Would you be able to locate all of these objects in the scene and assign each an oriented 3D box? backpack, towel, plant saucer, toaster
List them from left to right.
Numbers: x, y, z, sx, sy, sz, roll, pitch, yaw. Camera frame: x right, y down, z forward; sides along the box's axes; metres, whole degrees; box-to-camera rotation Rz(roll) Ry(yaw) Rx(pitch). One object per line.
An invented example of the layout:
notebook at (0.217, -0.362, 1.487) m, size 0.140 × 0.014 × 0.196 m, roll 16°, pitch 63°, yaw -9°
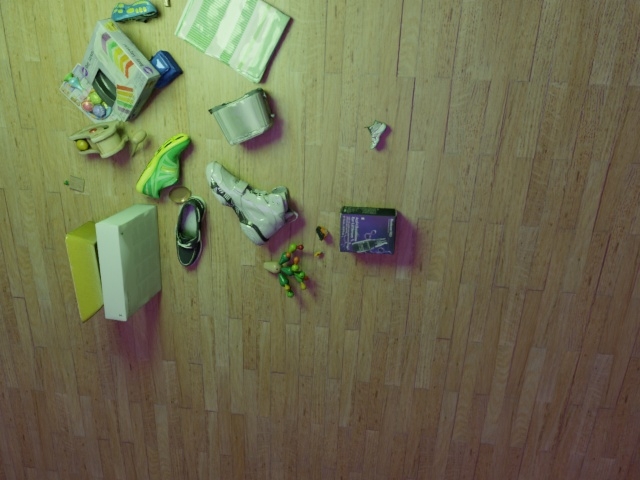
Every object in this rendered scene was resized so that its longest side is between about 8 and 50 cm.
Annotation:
plant saucer at (-0.867, 0.105, 1.838) m, size 0.080 × 0.333 × 0.333 m, roll -7°, pitch 103°, yaw -10°
backpack at (-0.574, -0.599, 1.670) m, size 0.120 × 0.101 × 0.098 m, roll -32°, pitch 96°, yaw 18°
plant saucer at (-0.547, -0.183, 1.840) m, size 0.083 × 0.015 × 0.083 m, roll -14°, pitch 138°, yaw -13°
towel at (-0.301, -0.719, 1.602) m, size 0.324 × 0.038 × 0.248 m, roll 28°, pitch 108°, yaw -7°
toaster at (-0.276, -0.432, 1.675) m, size 0.226 × 0.129 × 0.147 m, roll -19°, pitch 108°, yaw 12°

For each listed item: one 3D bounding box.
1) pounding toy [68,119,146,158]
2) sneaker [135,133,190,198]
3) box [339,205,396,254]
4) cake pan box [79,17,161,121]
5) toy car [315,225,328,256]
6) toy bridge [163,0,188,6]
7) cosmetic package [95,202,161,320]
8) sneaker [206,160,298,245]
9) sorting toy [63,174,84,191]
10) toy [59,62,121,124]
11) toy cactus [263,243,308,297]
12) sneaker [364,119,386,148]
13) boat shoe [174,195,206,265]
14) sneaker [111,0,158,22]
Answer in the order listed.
pounding toy at (-0.779, -0.340, 1.744) m, size 0.269 × 0.154 × 0.155 m, roll -2°, pitch 129°, yaw 22°
sneaker at (-0.576, -0.281, 1.794) m, size 0.123 × 0.109 × 0.295 m, roll 33°, pitch 111°, yaw -27°
box at (0.176, -0.039, 1.763) m, size 0.207 × 0.108 × 0.153 m, roll 2°, pitch 109°, yaw 7°
cake pan box at (-0.706, -0.584, 1.655) m, size 0.246 × 0.070 × 0.267 m, roll 52°, pitch 134°, yaw -6°
toy car at (0.000, 0.000, 1.849) m, size 0.040 × 0.060 × 0.122 m, roll -11°, pitch 136°, yaw -34°
toy bridge at (-0.448, -0.831, 1.609) m, size 0.188 × 0.026 × 0.063 m, roll 1°, pitch 108°, yaw 7°
cosmetic package at (-0.728, 0.075, 1.830) m, size 0.097 × 0.284 × 0.377 m, roll 6°, pitch 109°, yaw 5°
sneaker at (-0.248, -0.171, 1.762) m, size 0.210 × 0.137 × 0.366 m, roll -29°, pitch 108°, yaw 16°
sorting toy at (-0.987, -0.233, 1.900) m, size 0.083 × 0.012 × 0.062 m, roll 17°, pitch 116°, yaw -2°
toy at (-0.851, -0.518, 1.758) m, size 0.137 × 0.056 × 0.237 m, roll -41°, pitch 100°, yaw 20°
toy cactus at (-0.135, 0.109, 1.876) m, size 0.180 × 0.112 × 0.219 m, roll 11°, pitch 114°, yaw 24°
sneaker at (0.183, -0.379, 1.682) m, size 0.069 × 0.038 × 0.098 m, roll 27°, pitch 101°, yaw -1°
boat shoe at (-0.524, -0.026, 1.869) m, size 0.114 × 0.091 × 0.303 m, roll 11°, pitch 110°, yaw 4°
sneaker at (-0.641, -0.775, 1.631) m, size 0.188 × 0.078 × 0.067 m, roll 3°, pitch 81°, yaw 21°
